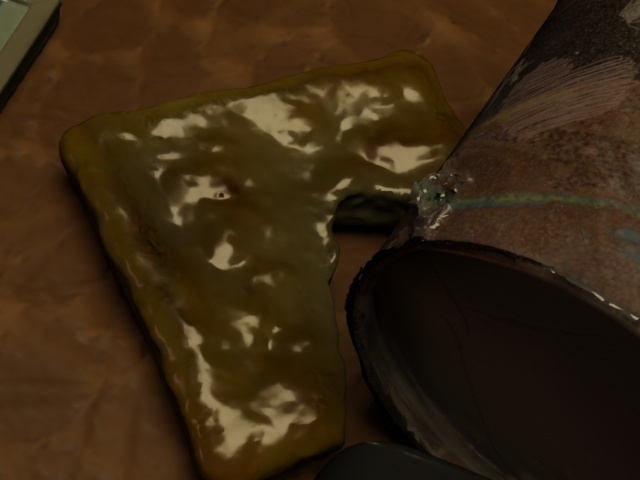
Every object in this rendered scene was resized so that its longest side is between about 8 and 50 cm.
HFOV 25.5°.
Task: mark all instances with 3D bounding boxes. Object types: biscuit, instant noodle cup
[{"bbox_3d":[0.000,0.000,0.583,0.183,0.039,0.174,-19,61,-25],"label":"biscuit"},{"bbox_3d":[0.135,0.000,0.523,0.217,0.217,0.207,36,61,11],"label":"instant noodle cup"}]

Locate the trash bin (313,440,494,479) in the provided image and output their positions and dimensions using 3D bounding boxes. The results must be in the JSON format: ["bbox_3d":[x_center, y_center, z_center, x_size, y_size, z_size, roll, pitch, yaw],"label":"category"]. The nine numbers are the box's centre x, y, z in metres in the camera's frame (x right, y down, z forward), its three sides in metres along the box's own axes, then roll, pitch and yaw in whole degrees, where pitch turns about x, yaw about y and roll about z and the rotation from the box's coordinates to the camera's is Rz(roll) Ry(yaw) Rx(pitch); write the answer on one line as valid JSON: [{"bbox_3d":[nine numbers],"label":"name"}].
[{"bbox_3d":[0.011,0.214,0.354,0.209,0.182,0.290,27,48,6],"label":"trash bin"}]

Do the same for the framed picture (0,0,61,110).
[{"bbox_3d":[-0.215,-0.058,0.581,0.150,0.015,0.203,22,53,2],"label":"framed picture"}]
